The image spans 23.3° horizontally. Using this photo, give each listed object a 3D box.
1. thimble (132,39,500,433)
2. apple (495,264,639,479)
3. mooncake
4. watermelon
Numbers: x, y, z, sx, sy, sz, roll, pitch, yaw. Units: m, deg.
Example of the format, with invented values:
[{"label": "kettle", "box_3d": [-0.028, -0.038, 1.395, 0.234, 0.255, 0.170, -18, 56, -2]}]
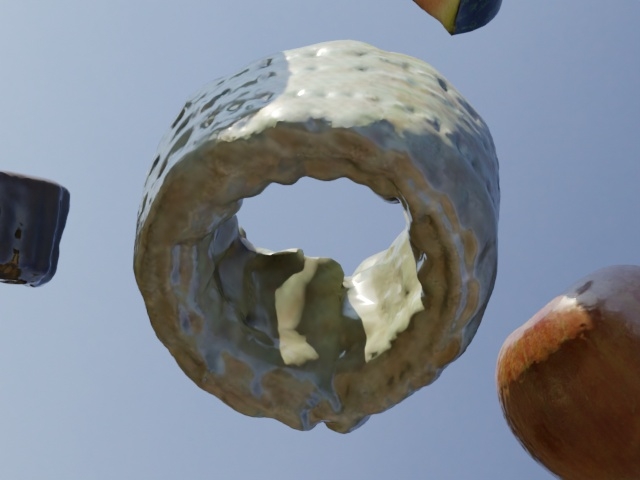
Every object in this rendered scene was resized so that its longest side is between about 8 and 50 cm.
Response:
[{"label": "thimble", "box_3d": [0.000, 0.000, 1.219, 0.195, 0.291, 0.292, -84, 164, -61]}, {"label": "apple", "box_3d": [0.263, 0.127, 1.367, 0.188, 0.211, 0.211, 56, -28, 10]}, {"label": "mooncake", "box_3d": [-0.519, -0.025, 2.298, 0.290, 0.290, 0.161, 3, -97, 59]}, {"label": "watermelon", "box_3d": [0.132, -0.313, 1.537, 0.137, 0.193, 0.145, 15, -54, 0]}]
